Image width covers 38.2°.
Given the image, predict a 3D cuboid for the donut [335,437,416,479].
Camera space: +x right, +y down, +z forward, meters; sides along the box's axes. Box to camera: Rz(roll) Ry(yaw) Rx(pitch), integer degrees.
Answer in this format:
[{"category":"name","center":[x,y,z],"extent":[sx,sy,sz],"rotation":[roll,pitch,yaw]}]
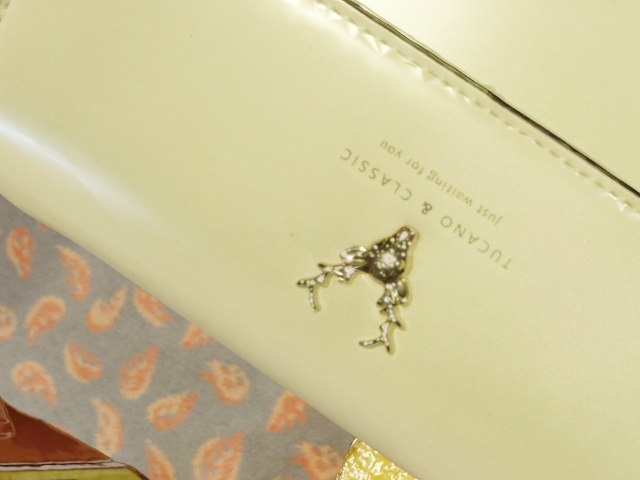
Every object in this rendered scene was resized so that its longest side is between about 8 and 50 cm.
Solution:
[{"category":"donut","center":[0.105,0.196,0.665],"extent":[0.181,0.078,0.146],"rotation":[42,90,22]}]

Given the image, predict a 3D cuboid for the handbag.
[{"category":"handbag","center":[0.054,-0.028,0.394],"extent":[0.358,0.160,0.237],"rotation":[35,97,2]}]

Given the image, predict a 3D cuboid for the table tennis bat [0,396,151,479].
[{"category":"table tennis bat","center":[-0.188,0.172,0.567],"extent":[0.051,0.268,0.415],"rotation":[-53,53,15]}]
